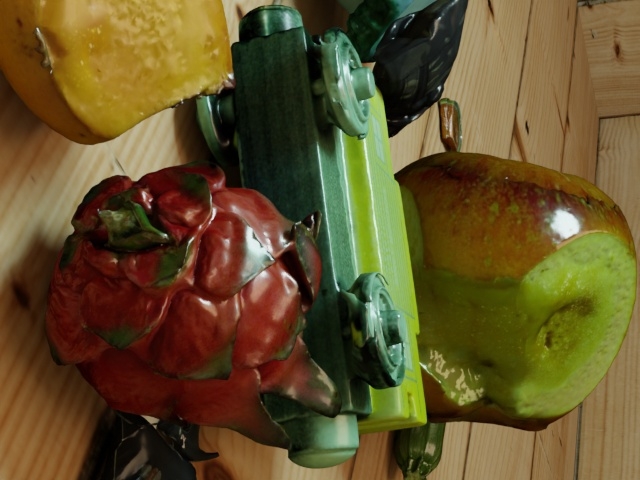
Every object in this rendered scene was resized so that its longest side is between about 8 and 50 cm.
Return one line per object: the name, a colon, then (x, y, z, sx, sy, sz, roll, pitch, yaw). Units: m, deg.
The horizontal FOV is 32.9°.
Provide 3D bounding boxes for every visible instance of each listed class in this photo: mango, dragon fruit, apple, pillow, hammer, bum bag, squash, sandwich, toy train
mango: (-0.170, -0.206, 0.756, 0.187, 0.138, 0.257, -38, 120, -43)
dragon fruit: (-0.093, 0.051, 0.822, 0.274, 0.193, 0.192, 49, 40, -46)
apple: (0.207, 0.069, 1.359, 0.384, 0.374, 0.374, 3, 84, -83)
pillow: (-0.138, 0.202, 0.880, 0.150, 0.048, 0.090, 61, 41, -54)
hammer: (-0.099, 0.122, 1.023, 0.078, 0.021, 0.201, 61, 32, -37)
bum bag: (0.102, -0.192, 1.290, 0.144, 0.095, 0.340, -44, 175, -13)
squash: (0.148, 0.250, 1.559, 0.077, 0.068, 0.219, 85, 15, -51)
sandwich: (0.228, -0.197, 1.884, 0.069, 0.026, 0.101, -15, 101, -69)
toy train: (0.000, 0.000, 1.063, 0.272, 0.179, 0.442, 35, 46, -68)

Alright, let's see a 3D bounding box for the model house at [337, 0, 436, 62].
model house: (0.069, -0.387, 1.338, 0.249, 0.230, 0.280, 47, 21, 4)
